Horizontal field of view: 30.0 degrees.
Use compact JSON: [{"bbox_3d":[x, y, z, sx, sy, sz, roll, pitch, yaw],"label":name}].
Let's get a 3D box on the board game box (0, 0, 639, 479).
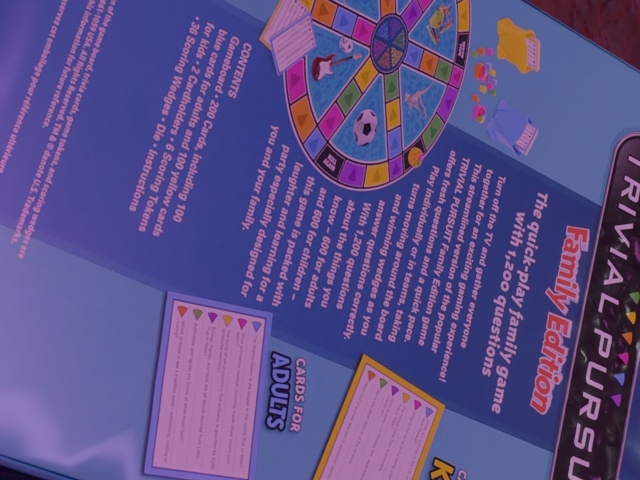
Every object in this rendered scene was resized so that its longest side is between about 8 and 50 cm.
[{"bbox_3d":[0.000,0.000,0.478,0.336,0.079,0.254,25,69,-25],"label":"board game box"}]
